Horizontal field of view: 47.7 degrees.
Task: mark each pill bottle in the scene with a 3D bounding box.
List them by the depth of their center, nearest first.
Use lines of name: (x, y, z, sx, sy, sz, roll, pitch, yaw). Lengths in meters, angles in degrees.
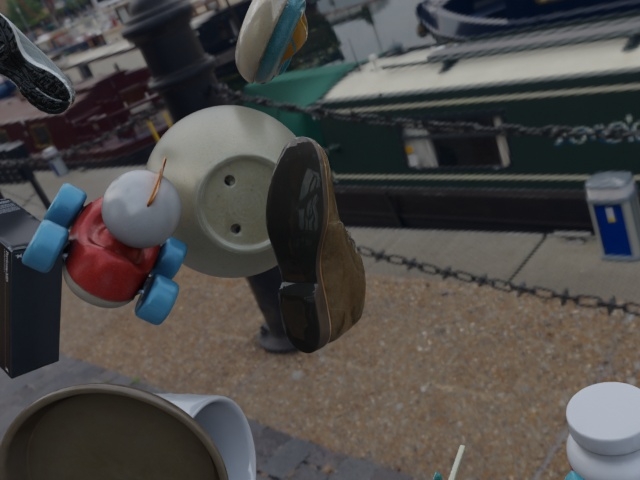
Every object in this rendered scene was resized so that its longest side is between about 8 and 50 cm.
pill bottle: (0.647, 0.494, 1.549, 0.210, 0.363, 0.210, -18, 25, 9)

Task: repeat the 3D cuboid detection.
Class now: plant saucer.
plant saucer: (-0.244, 0.285, 0.867, 0.278, 0.278, 0.041, -19, 18, 10)

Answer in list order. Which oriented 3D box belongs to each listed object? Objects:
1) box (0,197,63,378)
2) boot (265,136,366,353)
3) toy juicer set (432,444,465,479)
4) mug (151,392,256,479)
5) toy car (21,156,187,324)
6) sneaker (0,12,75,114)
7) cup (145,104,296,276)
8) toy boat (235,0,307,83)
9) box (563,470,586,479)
box: (-0.554, 0.083, 1.292, 0.184, 0.261, 0.103, 31, 32, 34)
boot: (0.000, 0.000, 1.042, 0.115, 0.305, 0.112, -16, 19, -41)
toy juicer set: (0.225, 0.624, 1.595, 0.089, 0.329, 0.209, 20, 19, 14)
mug: (-0.304, 0.437, 1.202, 0.328, 0.374, 0.276, -4, 17, 22)
toy car: (-0.273, -0.037, 1.069, 0.238, 0.219, 0.210, -50, 22, 26)
sneaker: (-0.624, -0.373, 1.506, 0.100, 0.271, 0.108, -41, 13, 9)
cup: (-0.147, -0.076, 1.281, 0.331, 0.331, 0.237, -26, 13, -8)
toy boat: (-0.057, -0.473, 1.487, 0.318, 0.148, 0.267, -65, 7, -13)
box: (0.443, 0.461, 1.067, 0.100, 0.244, 0.060, -54, -3, 11)
